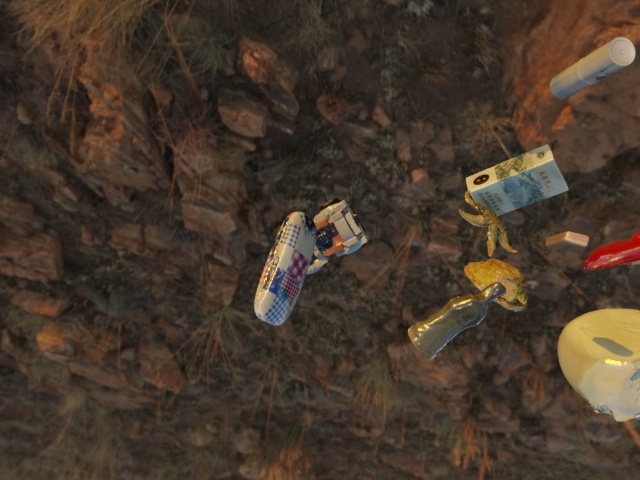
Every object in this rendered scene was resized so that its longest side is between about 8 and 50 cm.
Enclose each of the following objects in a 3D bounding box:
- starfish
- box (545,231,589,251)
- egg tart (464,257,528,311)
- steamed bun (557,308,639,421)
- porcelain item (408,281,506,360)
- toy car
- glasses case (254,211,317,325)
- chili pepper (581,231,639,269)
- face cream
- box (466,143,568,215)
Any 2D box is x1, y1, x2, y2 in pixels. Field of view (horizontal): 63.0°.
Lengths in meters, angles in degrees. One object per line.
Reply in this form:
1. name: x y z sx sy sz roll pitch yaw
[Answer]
1. starfish: 0.431 -0.050 1.381 0.176 0.208 0.053 12 133 -28
2. box: 0.502 0.004 1.069 0.048 0.025 0.115 13 174 5
3. egg tart: 0.601 0.135 1.753 0.241 0.241 0.106 21 116 -18
4. steamed bun: 0.847 0.344 1.464 0.334 0.312 0.232 -6 108 1
5. porcelain item: 0.284 0.153 1.076 0.216 0.069 0.081 -42 102 18
6. toy car: -0.001 0.001 1.692 0.301 0.118 0.193 -27 102 15
7. glasses case: -0.093 0.075 1.456 0.076 0.327 0.125 3 157 40
8. chili pepper: 0.942 0.014 1.472 0.388 0.110 0.110 -18 134 31
9. face cream: 0.724 -0.457 1.409 0.077 0.077 0.250 10 175 -8
10. box: 0.604 -0.174 1.612 0.257 0.069 0.164 -23 138 28
